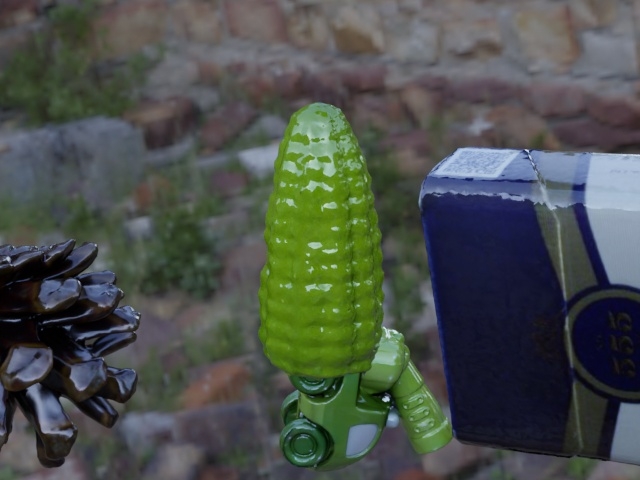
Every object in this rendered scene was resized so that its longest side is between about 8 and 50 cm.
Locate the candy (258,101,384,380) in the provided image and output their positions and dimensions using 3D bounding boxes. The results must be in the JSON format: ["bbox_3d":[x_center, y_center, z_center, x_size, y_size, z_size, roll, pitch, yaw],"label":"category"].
[{"bbox_3d":[0.000,0.000,1.180,0.096,0.209,0.097,0,18,0],"label":"candy"}]

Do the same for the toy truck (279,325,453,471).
[{"bbox_3d":[0.047,0.179,1.925,0.210,0.187,0.148,-9,14,4],"label":"toy truck"}]

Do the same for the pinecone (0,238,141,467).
[{"bbox_3d":[-0.260,0.097,1.367,0.229,0.201,0.202,-29,22,-25],"label":"pinecone"}]

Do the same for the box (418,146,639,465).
[{"bbox_3d":[0.185,0.039,0.819,0.259,0.168,0.071,3,28,27],"label":"box"}]
